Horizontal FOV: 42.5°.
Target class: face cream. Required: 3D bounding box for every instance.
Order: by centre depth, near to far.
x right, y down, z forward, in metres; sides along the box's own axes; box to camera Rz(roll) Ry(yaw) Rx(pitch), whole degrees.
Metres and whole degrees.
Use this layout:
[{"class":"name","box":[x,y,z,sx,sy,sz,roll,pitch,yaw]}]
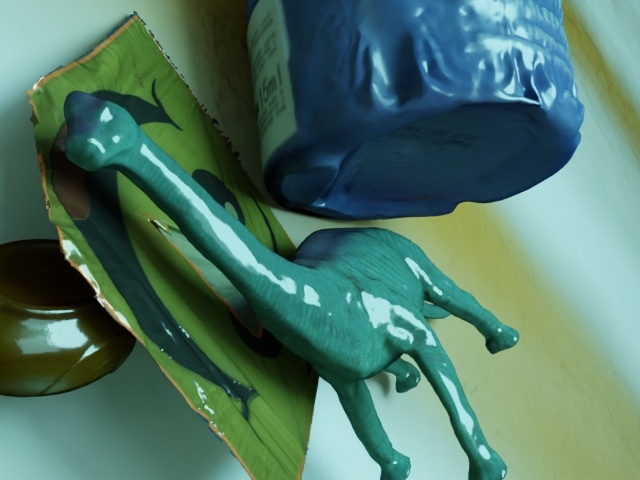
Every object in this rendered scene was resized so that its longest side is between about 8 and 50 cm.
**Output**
[{"class":"face cream","box":[0.068,-0.147,0.653,0.249,0.249,0.225,12,67,-48]}]

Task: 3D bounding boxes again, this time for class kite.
[{"class":"kite","box":[-0.067,0.002,0.547,0.327,0.013,0.377,31,34,-56]}]

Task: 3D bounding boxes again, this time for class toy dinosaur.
[{"class":"toy dinosaur","box":[0.000,0.000,0.591,0.331,0.129,0.383,51,17,-10]}]

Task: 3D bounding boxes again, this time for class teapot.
[{"class":"teapot","box":[-0.154,0.050,0.428,0.098,0.078,0.129,30,23,17]}]
